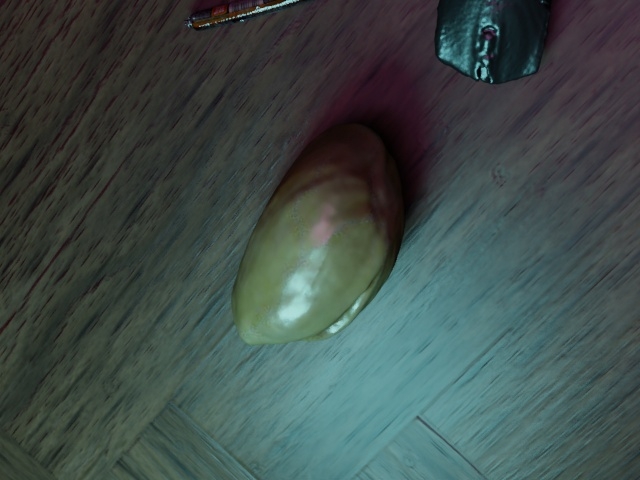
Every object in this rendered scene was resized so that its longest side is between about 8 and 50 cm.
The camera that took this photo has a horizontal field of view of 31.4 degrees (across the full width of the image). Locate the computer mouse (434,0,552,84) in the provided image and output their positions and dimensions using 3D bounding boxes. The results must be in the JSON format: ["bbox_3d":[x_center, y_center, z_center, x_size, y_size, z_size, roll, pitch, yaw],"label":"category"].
[{"bbox_3d":[0.190,-0.273,1.211,0.122,0.073,0.217,13,114,15],"label":"computer mouse"}]

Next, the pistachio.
[{"bbox_3d":[0.000,0.000,1.331,0.181,0.162,0.293,43,120,31],"label":"pistachio"}]

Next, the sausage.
[{"bbox_3d":[-0.073,-0.276,1.333,0.198,0.025,0.028,-11,76,22],"label":"sausage"}]
